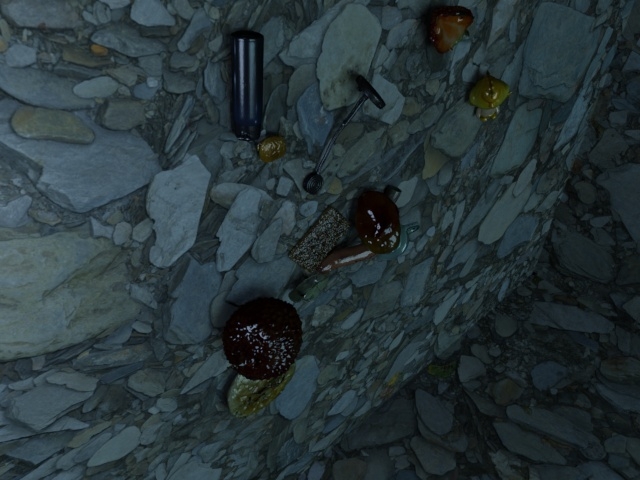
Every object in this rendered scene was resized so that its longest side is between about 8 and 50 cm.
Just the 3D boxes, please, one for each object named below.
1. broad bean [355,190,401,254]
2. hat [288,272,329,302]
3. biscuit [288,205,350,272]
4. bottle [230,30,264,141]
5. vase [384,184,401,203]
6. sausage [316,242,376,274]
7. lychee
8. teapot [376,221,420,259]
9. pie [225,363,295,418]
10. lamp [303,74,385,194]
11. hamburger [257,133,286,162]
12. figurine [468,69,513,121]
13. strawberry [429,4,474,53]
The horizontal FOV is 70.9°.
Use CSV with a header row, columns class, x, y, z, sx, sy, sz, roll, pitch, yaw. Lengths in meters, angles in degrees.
class,x,y,z,sx,sy,sz,roll,pitch,yaw
broad bean,0.201,-0.064,1.577,0.156,0.122,0.228,-10,92,-8
hat,-0.034,0.178,1.606,0.081,0.122,0.166,66,29,-8
biscuit,0.000,0.000,1.538,0.231,0.025,0.131,-51,130,1
bottle,-0.169,-0.351,1.043,0.072,0.082,0.244,8,125,2
vase,0.258,-0.151,1.676,0.053,0.053,0.101,-3,127,-45
sausage,0.116,0.049,1.642,0.304,0.078,0.078,-19,135,-16
lychee,-0.187,0.319,1.445,0.300,0.264,0.264,-46,152,-49
teapot,0.281,-0.005,1.753,0.232,0.159,0.159,-35,149,23
pie,-0.234,0.570,1.767,0.339,0.077,0.339,-27,137,-29
lamp,0.065,-0.287,1.306,0.130,0.108,0.371,18,107,-53
hamburger,-0.129,-0.245,1.197,0.083,0.044,0.076,-28,137,-24
figurine,0.634,-0.533,1.692,0.156,0.131,0.246,-11,162,12
strawberry,0.377,-0.642,1.346,0.192,0.085,0.140,-24,155,-26
